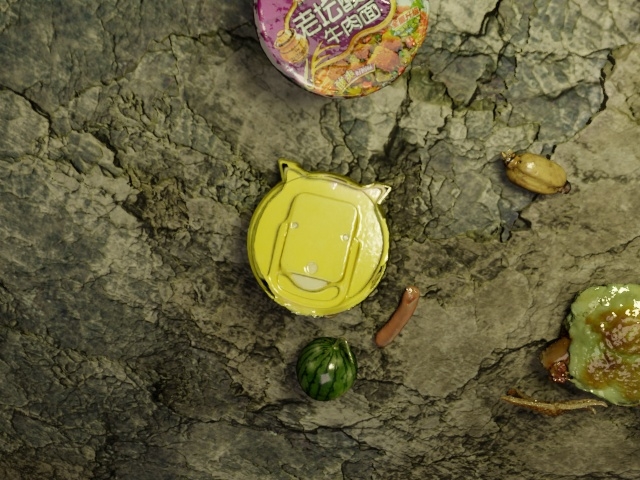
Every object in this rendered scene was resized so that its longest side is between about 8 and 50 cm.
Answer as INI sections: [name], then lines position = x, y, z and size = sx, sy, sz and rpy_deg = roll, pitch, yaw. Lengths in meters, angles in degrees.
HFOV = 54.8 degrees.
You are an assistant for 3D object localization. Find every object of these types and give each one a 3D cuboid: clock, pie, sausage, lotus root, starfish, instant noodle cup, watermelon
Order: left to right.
[clock]
position = 0.000, 0.002, 1.206
size = 0.277, 0.071, 0.294
rpy_deg = 20, 88, 3
[watermelon]
position = 0.022, 0.279, 1.404
size = 0.140, 0.141, 0.187
rpy_deg = 20, 121, -5
[instant noodle cup]
position = 0.037, -0.367, 0.939
size = 0.251, 0.190, 0.251
rpy_deg = 4, 124, 6
[sausage]
position = 0.171, 0.170, 1.365
size = 0.047, 0.040, 0.177
rpy_deg = 27, 123, -2
[lotus root]
position = 0.387, -0.125, 1.123
size = 0.151, 0.063, 0.072
rpy_deg = 24, 151, -15
[starfish]
position = 0.518, 0.368, 1.377
size = 0.213, 0.057, 0.238
rpy_deg = 12, 168, -27
[pie]
position = 0.618, 0.218, 1.271
size = 0.257, 0.105, 0.275
rpy_deg = 26, 115, 12

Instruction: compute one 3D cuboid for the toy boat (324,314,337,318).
[toy boat]
position = 0.001, 0.079, 1.320
size = 0.116, 0.061, 0.188
rpy_deg = -11, 121, 14
